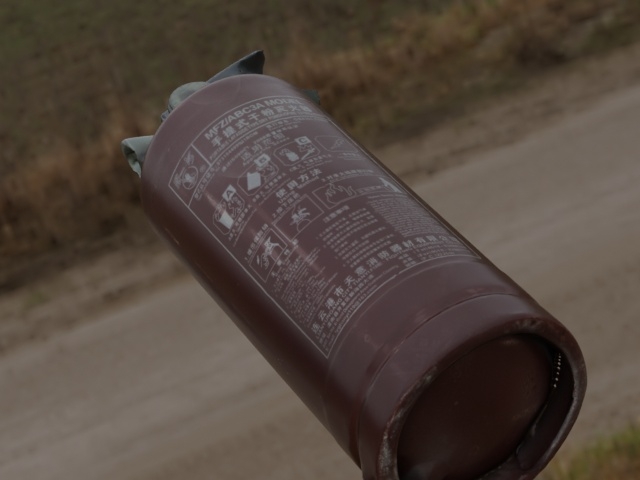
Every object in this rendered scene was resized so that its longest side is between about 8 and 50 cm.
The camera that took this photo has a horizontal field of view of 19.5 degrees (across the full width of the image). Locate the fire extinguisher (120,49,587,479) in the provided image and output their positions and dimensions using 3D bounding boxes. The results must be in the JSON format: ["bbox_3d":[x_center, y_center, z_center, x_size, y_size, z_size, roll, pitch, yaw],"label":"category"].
[{"bbox_3d":[0.000,0.000,0.780,0.105,0.104,0.269,-25,41,-18],"label":"fire extinguisher"}]
